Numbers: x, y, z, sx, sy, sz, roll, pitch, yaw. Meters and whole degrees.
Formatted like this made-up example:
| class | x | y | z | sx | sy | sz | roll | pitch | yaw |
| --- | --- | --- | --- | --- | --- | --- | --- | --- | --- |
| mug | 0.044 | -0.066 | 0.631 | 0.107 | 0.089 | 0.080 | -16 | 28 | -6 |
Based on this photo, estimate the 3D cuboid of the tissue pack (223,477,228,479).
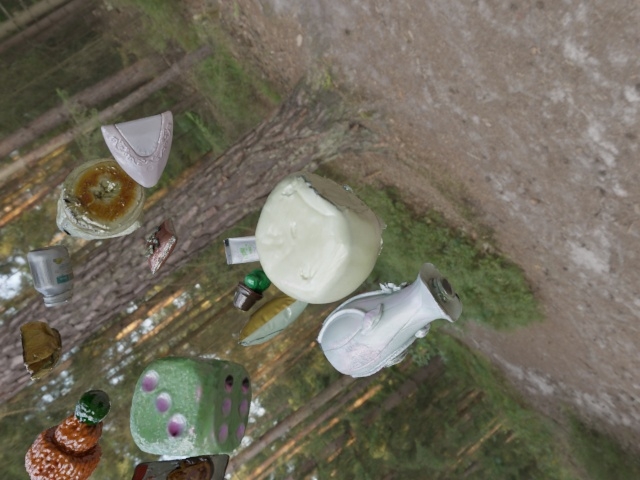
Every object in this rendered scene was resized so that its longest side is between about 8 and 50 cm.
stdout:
| class | x | y | z | sx | sy | sz | roll | pitch | yaw |
| --- | --- | --- | --- | --- | --- | --- | --- | --- | --- |
| tissue pack | -0.316 | 0.729 | 1.162 | 0.092 | 0.246 | 0.149 | 13 | 115 | 39 |

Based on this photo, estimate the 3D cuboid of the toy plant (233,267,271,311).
| class | x | y | z | sx | sy | sz | roll | pitch | yaw |
| --- | --- | --- | --- | --- | --- | --- | --- | --- | --- |
| toy plant | -0.250 | 0.166 | 1.736 | 0.105 | 0.200 | 0.143 | 30 | 178 | 20 |

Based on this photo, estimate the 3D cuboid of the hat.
| class | x | y | z | sx | sy | sz | roll | pitch | yaw |
| --- | --- | --- | --- | --- | --- | --- | --- | --- | --- |
| hat | -1.010 | 0.784 | 1.913 | 0.285 | 0.400 | 0.285 | 21 | 174 | 2 |

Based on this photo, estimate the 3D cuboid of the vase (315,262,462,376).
| class | x | y | z | sx | sy | sz | roll | pitch | yaw |
| --- | --- | --- | --- | --- | --- | --- | --- | --- | --- |
| vase | 0.213 | 0.250 | 1.443 | 0.250 | 0.445 | 0.250 | 35 | -145 | -29 |

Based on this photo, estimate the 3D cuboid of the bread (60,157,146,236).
| class | x | y | z | sx | sy | sz | roll | pitch | yaw |
| --- | --- | --- | --- | --- | --- | --- | --- | --- | --- |
| bread | -0.828 | -0.162 | 1.774 | 0.305 | 0.305 | 0.158 | 54 | 149 | -14 |

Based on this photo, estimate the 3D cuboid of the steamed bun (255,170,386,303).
| class | x | y | z | sx | sy | sz | roll | pitch | yaw |
| --- | --- | --- | --- | --- | --- | --- | --- | --- | --- |
| steamed bun | 0.000 | 0.000 | 1.228 | 0.233 | 0.312 | 0.334 | 3 | -139 | -50 |

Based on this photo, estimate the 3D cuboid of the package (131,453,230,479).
| class | x | y | z | sx | sy | sz | roll | pitch | yaw |
| --- | --- | --- | --- | --- | --- | --- | --- | --- | --- |
| package | -0.339 | 0.566 | 1.076 | 0.154 | 0.239 | 0.030 | -84 | -18 | -72 |

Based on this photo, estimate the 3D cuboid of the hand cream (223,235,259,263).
| class | x | y | z | sx | sy | sz | roll | pitch | yaw |
| --- | --- | --- | --- | --- | --- | --- | --- | --- | --- |
| hand cream | -0.183 | 0.024 | 1.709 | 0.076 | 0.336 | 0.121 | -101 | 6 | -54 |

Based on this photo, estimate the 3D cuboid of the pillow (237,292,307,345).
| class | x | y | z | sx | sy | sz | roll | pitch | yaw |
| --- | --- | --- | --- | --- | --- | --- | --- | --- | --- |
| pillow | -0.169 | 0.276 | 1.669 | 0.119 | 0.312 | 0.310 | 54 | 164 | 1 |

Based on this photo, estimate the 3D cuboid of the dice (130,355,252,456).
| class | x | y | z | sx | sy | sz | roll | pitch | yaw |
| --- | --- | --- | --- | --- | --- | --- | --- | --- | --- |
| dice | -0.451 | 0.592 | 1.670 | 0.330 | 0.322 | 0.318 | -3 | 159 | 22 |

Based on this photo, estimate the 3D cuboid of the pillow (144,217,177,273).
| class | x | y | z | sx | sy | sz | roll | pitch | yaw |
| --- | --- | --- | --- | --- | --- | --- | --- | --- | --- |
| pillow | -0.588 | 0.011 | 1.696 | 0.075 | 0.171 | 0.179 | 30 | -168 | -35 |

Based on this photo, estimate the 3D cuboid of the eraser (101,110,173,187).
| class | x | y | z | sx | sy | sz | roll | pitch | yaw |
| --- | --- | --- | --- | --- | --- | --- | --- | --- | --- |
| eraser | -0.532 | -0.261 | 1.415 | 0.059 | 0.204 | 0.243 | 43 | 144 | 34 |

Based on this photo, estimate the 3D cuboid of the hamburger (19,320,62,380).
| class | x | y | z | sx | sy | sz | roll | pitch | yaw |
| --- | --- | --- | --- | --- | --- | --- | --- | --- | --- |
| hamburger | -1.002 | 0.383 | 1.674 | 0.262 | 0.131 | 0.124 | 38 | 139 | 47 |

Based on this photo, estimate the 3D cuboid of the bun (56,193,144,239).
| class | x | y | z | sx | sy | sz | roll | pitch | yaw |
| --- | --- | --- | --- | --- | --- | --- | --- | --- | --- |
| bun | -0.970 | -0.143 | 2.040 | 0.360 | 0.359 | 0.211 | 85 | 172 | -73 |

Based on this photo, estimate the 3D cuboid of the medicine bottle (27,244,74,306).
| class | x | y | z | sx | sy | sz | roll | pitch | yaw |
| --- | --- | --- | --- | --- | --- | --- | --- | --- | --- |
| medicine bottle | -1.007 | 0.134 | 1.750 | 0.135 | 0.135 | 0.215 | -156 | 58 | -71 |
